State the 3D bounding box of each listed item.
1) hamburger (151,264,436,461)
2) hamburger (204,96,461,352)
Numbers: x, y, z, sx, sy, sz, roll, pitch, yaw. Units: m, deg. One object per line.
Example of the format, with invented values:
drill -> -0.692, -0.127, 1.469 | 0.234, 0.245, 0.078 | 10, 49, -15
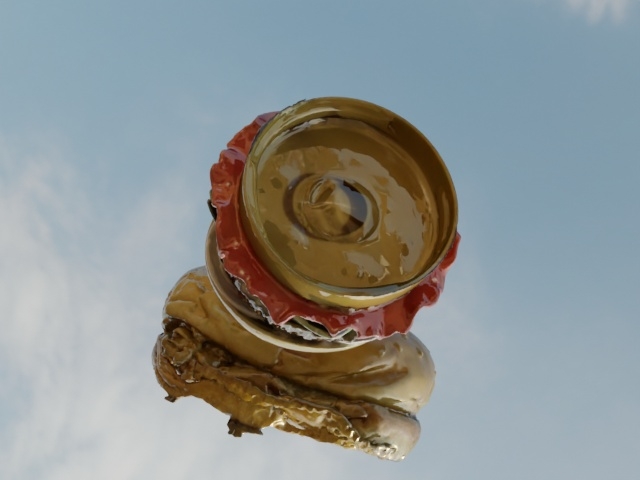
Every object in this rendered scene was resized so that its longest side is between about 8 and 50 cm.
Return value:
hamburger -> -0.025, 0.127, 0.908 | 0.319, 0.318, 0.158 | 15, -95, 35
hamburger -> 0.002, -0.002, 0.584 | 0.175, 0.175, 0.137 | 65, -27, 18
